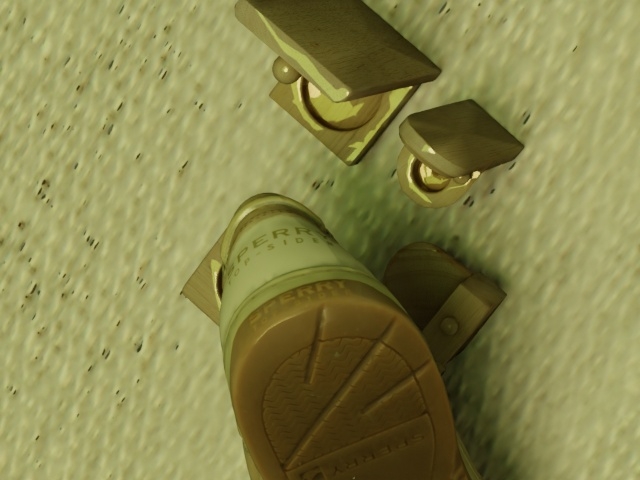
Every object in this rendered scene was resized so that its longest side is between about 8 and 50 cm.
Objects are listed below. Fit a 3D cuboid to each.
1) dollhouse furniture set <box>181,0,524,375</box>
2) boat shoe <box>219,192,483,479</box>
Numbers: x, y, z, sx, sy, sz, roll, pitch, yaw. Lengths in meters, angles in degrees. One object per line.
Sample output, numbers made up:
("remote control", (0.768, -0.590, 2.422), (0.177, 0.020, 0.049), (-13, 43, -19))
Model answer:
("dollhouse furniture set", (0.000, 0.000, 0.799), (0.144, 0.123, 0.151), (41, 109, 10))
("boat shoe", (0.022, 0.104, 0.805), (0.105, 0.089, 0.285), (-17, 130, -5))
